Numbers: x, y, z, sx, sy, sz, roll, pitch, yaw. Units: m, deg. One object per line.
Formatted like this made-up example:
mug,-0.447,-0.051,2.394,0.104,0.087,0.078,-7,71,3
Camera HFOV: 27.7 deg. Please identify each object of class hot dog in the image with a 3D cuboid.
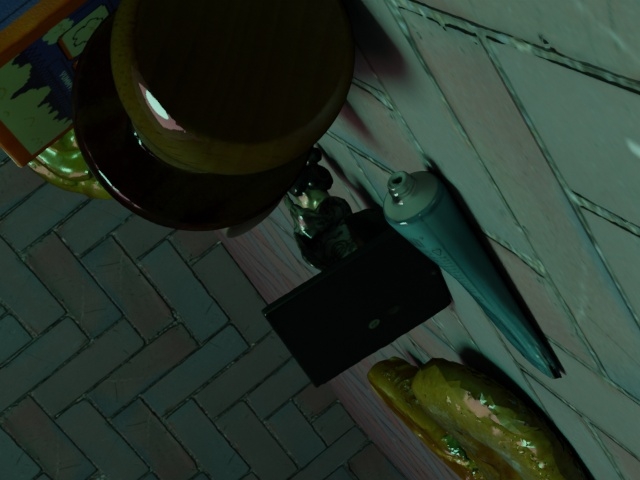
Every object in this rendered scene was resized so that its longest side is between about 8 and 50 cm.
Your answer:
hot dog,0.149,0.230,1.645,0.115,0.072,0.269,57,170,-33

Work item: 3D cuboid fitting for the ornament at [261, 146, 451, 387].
ornament,0.000,0.000,1.204,0.196,0.153,0.166,58,178,36

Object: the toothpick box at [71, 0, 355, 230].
toothpick box,-0.077,-0.108,0.914,0.192,0.192,0.294,52,168,-5

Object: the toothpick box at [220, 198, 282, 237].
toothpick box,-0.130,-0.090,1.706,0.149,0.098,0.098,51,173,14

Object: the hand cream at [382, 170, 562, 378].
hand cream,0.113,0.025,0.971,0.224,0.048,0.083,49,177,-38

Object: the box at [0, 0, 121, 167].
box,-0.370,-0.317,1.435,0.349,0.257,0.318,50,175,9

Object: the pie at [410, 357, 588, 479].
pie,0.189,0.212,1.311,0.273,0.069,0.273,47,174,6

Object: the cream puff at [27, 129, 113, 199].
cream puff,-0.328,-0.171,1.970,0.291,0.257,0.324,55,173,2
